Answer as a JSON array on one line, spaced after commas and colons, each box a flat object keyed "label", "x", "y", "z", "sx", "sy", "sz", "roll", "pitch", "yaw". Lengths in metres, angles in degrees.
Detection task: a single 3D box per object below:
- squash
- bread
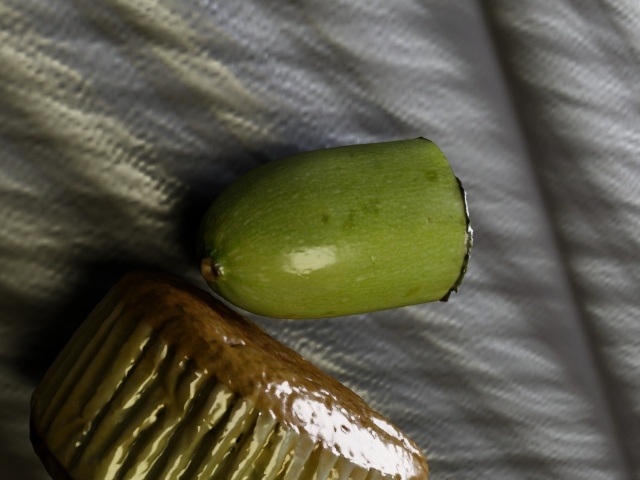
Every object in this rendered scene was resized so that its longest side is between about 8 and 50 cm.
[{"label": "squash", "x": 0.000, "y": 0.000, "z": 1.258, "sx": 0.186, "sy": 0.123, "sz": 0.123, "roll": -10, "pitch": 120, "yaw": -28}, {"label": "bread", "x": -0.052, "y": 0.133, "z": 1.221, "sx": 0.253, "sy": 0.227, "sz": 0.142, "roll": 29, "pitch": 93, "yaw": -35}]
